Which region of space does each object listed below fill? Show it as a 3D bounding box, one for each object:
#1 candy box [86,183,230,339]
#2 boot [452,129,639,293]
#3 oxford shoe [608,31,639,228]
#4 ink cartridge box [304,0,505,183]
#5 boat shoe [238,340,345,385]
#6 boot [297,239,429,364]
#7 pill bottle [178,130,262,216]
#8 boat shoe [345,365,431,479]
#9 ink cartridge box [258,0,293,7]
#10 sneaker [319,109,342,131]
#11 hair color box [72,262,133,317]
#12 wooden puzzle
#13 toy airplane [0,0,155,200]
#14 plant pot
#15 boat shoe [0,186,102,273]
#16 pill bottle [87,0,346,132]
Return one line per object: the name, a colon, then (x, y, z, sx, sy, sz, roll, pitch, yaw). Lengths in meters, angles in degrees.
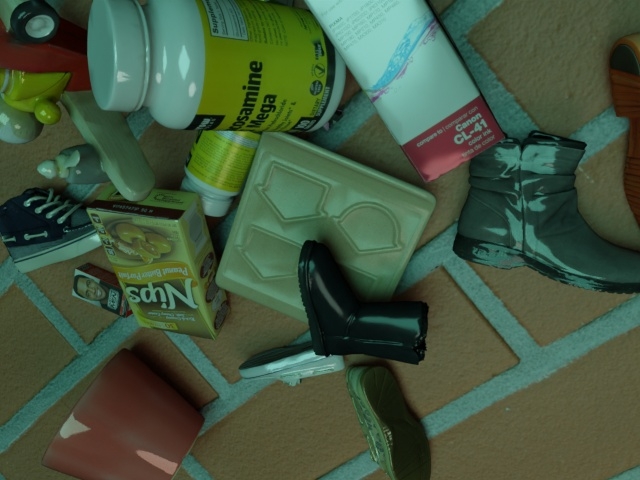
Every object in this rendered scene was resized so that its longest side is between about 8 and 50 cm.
candy box: (-0.298, 0.049, 1.001, 0.182, 0.088, 0.316, 8, 132, 14)
boot: (0.389, -0.051, 0.821, 0.338, 0.118, 0.223, 11, 105, 11)
oxford shoe: (0.530, -0.130, 0.753, 0.132, 0.130, 0.364, -17, 108, 5)
ink cartridge box: (0.124, -0.265, 0.745, 0.131, 0.226, 0.306, -28, 109, 23)
boat shoe: (-0.059, 0.262, 1.058, 0.226, 0.083, 0.076, -18, 99, 19)
boot: (0.080, 0.107, 0.888, 0.207, 0.094, 0.247, -1, 120, 16)
pill bottle: (-0.176, -0.156, 0.949, 0.119, 0.119, 0.208, 31, 111, 5)
boat shoe: (0.136, 0.378, 1.039, 0.089, 0.104, 0.285, -12, 100, 58)
ink cartridge box: (-0.162, -0.424, 0.791, 0.188, 0.255, 0.097, 14, 109, 11)
sneaker: (-0.004, -0.253, 0.917, 0.057, 0.047, 0.119, -33, 92, -4)
hair color box: (-0.478, 0.111, 1.156, 0.141, 0.043, 0.072, 21, 111, 10)
wooden puzzle: (0.000, 0.000, 0.959, 0.322, 0.080, 0.348, 23, 116, 2)
toy airplane: (-0.430, -0.264, 0.855, 0.272, 0.386, 0.384, -40, 124, 15)
plant pot: (-0.405, 0.412, 1.122, 0.243, 0.275, 0.275, 33, 112, -5)
boat shoe: (-0.546, -0.046, 1.081, 0.340, 0.127, 0.158, -17, 108, 21)
pill bottle: (-0.144, -0.253, 0.749, 0.188, 0.333, 0.188, 15, 108, 54)
